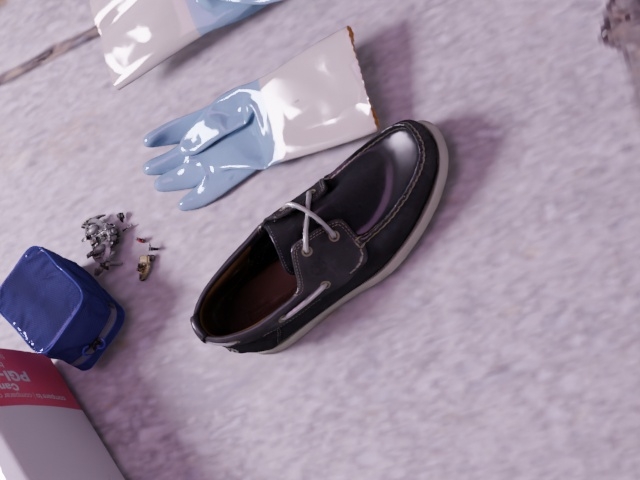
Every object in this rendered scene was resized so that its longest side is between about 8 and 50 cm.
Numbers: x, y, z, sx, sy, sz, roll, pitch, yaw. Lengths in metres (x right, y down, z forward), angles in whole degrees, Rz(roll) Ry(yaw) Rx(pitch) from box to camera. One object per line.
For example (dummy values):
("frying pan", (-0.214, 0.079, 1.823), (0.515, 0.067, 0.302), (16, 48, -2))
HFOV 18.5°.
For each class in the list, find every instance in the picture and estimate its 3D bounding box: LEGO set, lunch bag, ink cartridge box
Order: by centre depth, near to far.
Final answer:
("ink cartridge box", (-0.242, 0.256, 1.537), (0.207, 0.117, 0.283), (-49, 59, 21))
("lunch bag", (-0.203, 0.057, 1.569), (0.067, 0.065, 0.098), (-52, 53, 8))
("LEGO set", (-0.168, 0.003, 1.576), (0.083, 0.023, 0.054), (5, 87, 37))

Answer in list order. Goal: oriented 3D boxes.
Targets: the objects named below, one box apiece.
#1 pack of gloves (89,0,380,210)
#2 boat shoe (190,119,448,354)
("pack of gloves", (-0.061, -0.140, 1.518), (0.232, 0.046, 0.195), (-21, 83, 36))
("boat shoe", (0.000, 0.000, 1.420), (0.233, 0.079, 0.084), (-44, 59, 22))
